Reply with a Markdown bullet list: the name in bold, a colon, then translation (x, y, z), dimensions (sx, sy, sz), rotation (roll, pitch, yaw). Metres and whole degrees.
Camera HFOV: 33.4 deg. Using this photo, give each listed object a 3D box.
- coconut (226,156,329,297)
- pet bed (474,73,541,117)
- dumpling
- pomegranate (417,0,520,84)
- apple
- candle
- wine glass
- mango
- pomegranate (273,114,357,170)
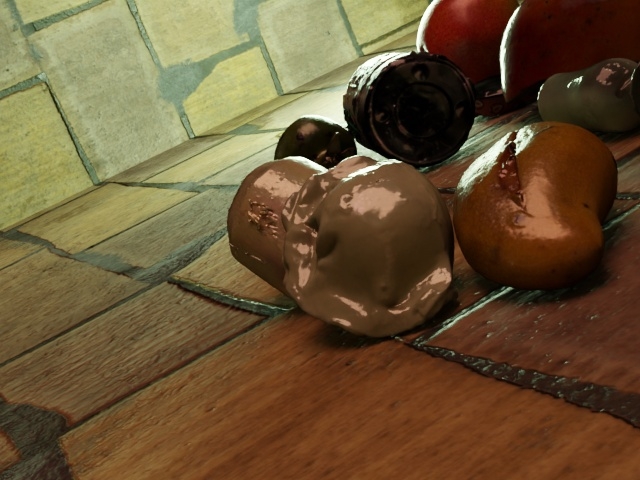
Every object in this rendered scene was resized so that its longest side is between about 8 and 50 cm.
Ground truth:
- **coconut**: translation (-0.018, -0.010, 1.293), dimensions (0.183, 0.171, 0.171), rotation (32, 44, 24)
- **pet bed**: translation (0.342, -0.275, 1.914), dimensions (0.201, 0.053, 0.201), rotation (-22, 15, 6)
- **dumpling**: translation (0.047, 0.004, 1.145), dimensions (0.193, 0.147, 0.258), rotation (-24, 48, -5)
- **pomegranate**: translation (0.315, -0.391, 2.066), dimensions (0.257, 0.220, 0.221), rotation (-7, 13, -5)
- **apple**: translation (0.467, -0.321, 1.678), dimensions (0.365, 0.295, 0.328), rotation (-5, 53, 58)
- **candle**: translation (0.132, -0.227, 1.794), dimensions (0.187, 0.187, 0.330), rotation (-24, 14, -5)
- **wine glass**: translation (0.392, -0.195, 1.442), dimensions (0.103, 0.103, 0.231), rotation (-27, 12, -16)
- **mango**: translation (0.222, -0.043, 1.110), dimensions (0.177, 0.120, 0.295), rotation (-19, 15, 18)
- **pomegranate**: translation (0.005, -0.138, 1.773), dimensions (0.148, 0.148, 0.169), rotation (-31, 27, -29)
